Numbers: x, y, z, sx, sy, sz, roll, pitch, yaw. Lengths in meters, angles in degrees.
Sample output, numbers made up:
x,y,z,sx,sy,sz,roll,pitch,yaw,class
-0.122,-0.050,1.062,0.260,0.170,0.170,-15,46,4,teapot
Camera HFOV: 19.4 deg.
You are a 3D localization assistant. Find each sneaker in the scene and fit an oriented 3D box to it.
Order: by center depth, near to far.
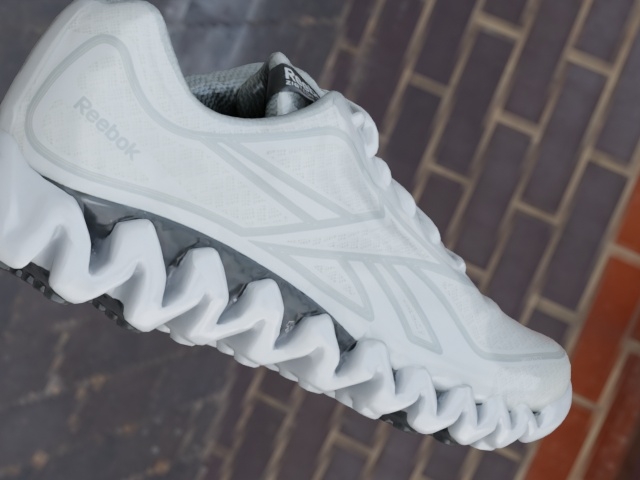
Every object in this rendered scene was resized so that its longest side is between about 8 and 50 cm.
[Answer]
x,y,z,sx,sy,sz,roll,pitch,yaw,class
0.000,0.000,0.732,0.292,0.110,0.118,25,87,-35,sneaker
